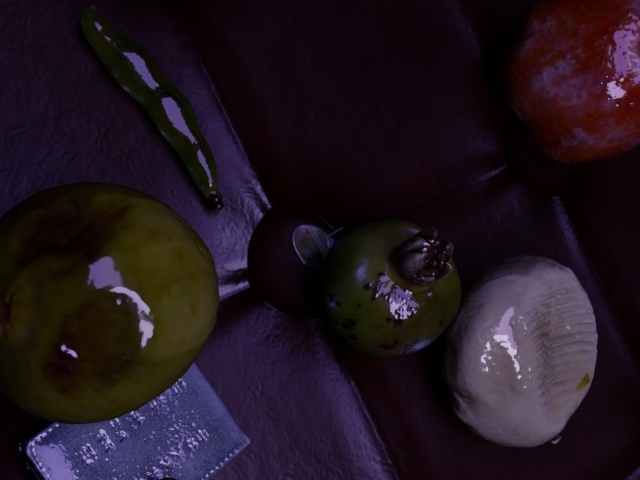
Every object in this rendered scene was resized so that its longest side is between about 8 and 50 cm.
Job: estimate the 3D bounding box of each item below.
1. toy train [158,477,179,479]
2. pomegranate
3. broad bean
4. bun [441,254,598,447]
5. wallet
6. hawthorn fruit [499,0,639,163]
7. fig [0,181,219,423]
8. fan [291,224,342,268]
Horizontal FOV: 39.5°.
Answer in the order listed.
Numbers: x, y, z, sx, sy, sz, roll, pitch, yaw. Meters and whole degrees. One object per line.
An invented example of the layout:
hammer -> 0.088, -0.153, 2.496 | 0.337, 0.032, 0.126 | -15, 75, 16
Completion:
toy train -> -0.165, 0.329, 0.914 | 0.099, 0.072, 0.188 | 51, 61, -28
pomegranate -> 0.102, 0.046, 1.110 | 0.179, 0.210, 0.179 | 31, 37, -27
broad bean -> -0.194, -0.166, 1.097 | 0.060, 0.043, 0.297 | -38, 97, -23
bun -> 0.252, 0.144, 1.193 | 0.259, 0.160, 0.259 | 3, 86, -47
wallet -> -0.198, 0.226, 0.977 | 0.222, 0.036, 0.167 | -36, 94, -34
hawthorn fruit -> 0.410, -0.258, 1.359 | 0.284, 0.284, 0.284 | 9, 70, -28
fig -> -0.216, 0.062, 0.914 | 0.271, 0.239, 0.239 | 5, 71, -53
fan -> -0.002, 0.008, 1.178 | 0.080, 0.003, 0.060 | 2, 74, -29
